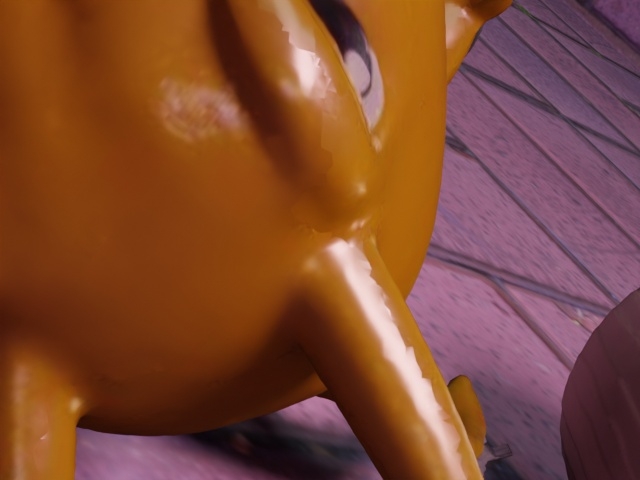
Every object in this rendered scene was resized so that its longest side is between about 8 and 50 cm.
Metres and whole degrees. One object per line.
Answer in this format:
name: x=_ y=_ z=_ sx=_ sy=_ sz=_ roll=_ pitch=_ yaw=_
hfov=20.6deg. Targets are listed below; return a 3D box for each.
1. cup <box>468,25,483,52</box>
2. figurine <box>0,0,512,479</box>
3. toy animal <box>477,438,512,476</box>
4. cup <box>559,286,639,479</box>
cup: x=0.020 y=-0.175 z=1.366 sx=0.199 sy=0.199 sz=0.150 roll=37 pitch=34 yaw=-5
figurine: x=-0.042 y=-0.046 z=0.668 sx=0.401 sy=0.268 sz=0.387 roll=40 pitch=13 yaw=-12
toy animal: x=0.076 y=0.107 z=0.919 sx=0.050 sy=0.028 sz=0.084 roll=40 pitch=13 yaw=-25
cup: x=0.272 y=0.135 z=0.858 sx=0.273 sy=0.288 sz=0.208 roll=-105 pitch=179 yaw=-68
